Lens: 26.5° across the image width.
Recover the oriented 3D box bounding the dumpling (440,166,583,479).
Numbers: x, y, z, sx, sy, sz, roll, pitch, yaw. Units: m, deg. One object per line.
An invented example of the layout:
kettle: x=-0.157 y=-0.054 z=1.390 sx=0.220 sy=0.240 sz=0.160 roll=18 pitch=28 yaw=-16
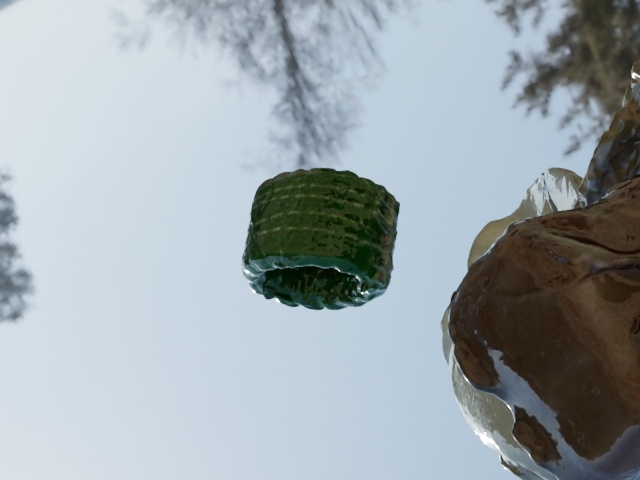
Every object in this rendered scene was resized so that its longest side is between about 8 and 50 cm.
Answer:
dumpling: x=0.200 y=0.070 z=0.996 sx=0.187 sy=0.243 sz=0.318 roll=1 pitch=-172 yaw=-18

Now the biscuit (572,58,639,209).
biscuit: x=0.206 y=-0.077 z=0.837 sx=0.229 sy=0.031 sz=0.176 roll=-58 pitch=161 yaw=13

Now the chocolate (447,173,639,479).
chocolate: x=0.184 y=0.034 z=0.730 sx=0.214 sy=0.148 sz=0.093 roll=-21 pitch=151 yaw=-33

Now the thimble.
thimble: x=0.000 y=0.000 z=1.073 sx=0.130 sy=0.118 sz=0.090 roll=-5 pitch=-115 yaw=36
